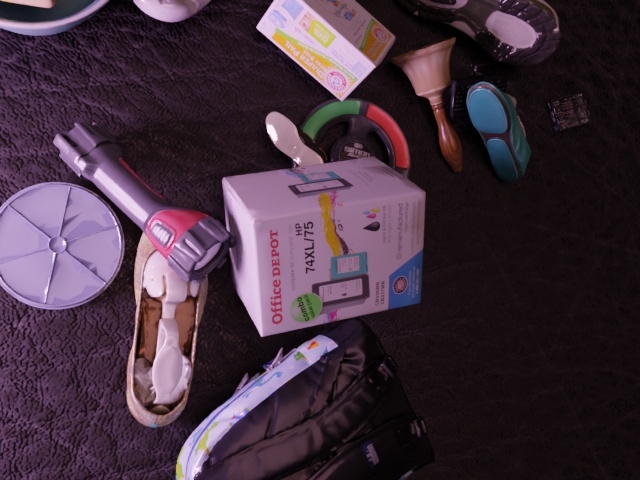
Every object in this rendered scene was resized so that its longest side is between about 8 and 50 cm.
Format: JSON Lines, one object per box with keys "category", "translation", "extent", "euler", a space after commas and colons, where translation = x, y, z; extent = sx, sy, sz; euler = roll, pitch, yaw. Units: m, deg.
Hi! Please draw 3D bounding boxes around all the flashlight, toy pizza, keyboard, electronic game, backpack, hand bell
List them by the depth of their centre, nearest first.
{"category": "flashlight", "translation": [-0.270, -0.066, 1.023], "extent": [0.304, 0.103, 0.103], "euler": [42, 65, 15]}
{"category": "backpack", "translation": [-0.046, 0.328, 1.032], "extent": [0.356, 0.273, 0.290], "euler": [-37, 105, -33]}
{"category": "toy pizza", "translation": [-0.414, 0.008, 1.043], "extent": [0.201, 0.032, 0.201], "euler": [2, 84, -19]}
{"category": "electronic game", "translation": [0.059, -0.148, 1.200], "extent": [0.229, 0.048, 0.229], "euler": [2, 84, -17]}
{"category": "keyboard", "translation": [0.310, -0.287, 1.247], "extent": [0.192, 0.038, 0.100], "euler": [-21, 114, -44]}
{"category": "hand bell", "translation": [0.227, -0.246, 1.251], "extent": [0.126, 0.126, 0.242], "euler": [-25, 105, -18]}

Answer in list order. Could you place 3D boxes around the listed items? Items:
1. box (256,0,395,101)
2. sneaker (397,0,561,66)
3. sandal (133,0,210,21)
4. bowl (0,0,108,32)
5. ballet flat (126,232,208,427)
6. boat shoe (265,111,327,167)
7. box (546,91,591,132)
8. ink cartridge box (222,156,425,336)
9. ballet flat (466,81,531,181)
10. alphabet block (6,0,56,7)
{"category": "box", "translation": [0.011, -0.364, 1.158], "extent": [0.203, 0.114, 0.103], "euler": [39, 52, -10]}
{"category": "sneaker", "translation": [0.283, -0.503, 1.287], "extent": [0.410, 0.158, 0.182], "euler": [33, 45, -10]}
{"category": "sandal", "translation": [-0.174, -0.498, 1.131], "extent": [0.169, 0.102, 0.416], "euler": [51, 58, -7]}
{"category": "bowl", "translation": [-0.447, -0.442, 1.008], "extent": [0.312, 0.163, 0.311], "euler": [2, 84, -18]}
{"category": "ballet flat", "translation": [-0.239, 0.120, 1.045], "extent": [0.123, 0.123, 0.348], "euler": [7, 82, -17]}
{"category": "boat shoe", "translation": [-0.042, -0.168, 1.140], "extent": [0.133, 0.042, 0.049], "euler": [45, 110, -1]}
{"category": "box", "translation": [0.516, -0.265, 1.372], "extent": [0.083, 0.018, 0.067], "euler": [-19, 91, -18]}
{"category": "ink cartridge box", "translation": [0.000, 0.000, 1.057], "extent": [0.270, 0.197, 0.198], "euler": [-10, 116, -18]}
{"category": "ballet flat", "translation": [0.339, -0.220, 1.243], "extent": [0.087, 0.083, 0.247], "euler": [-58, 137, -25]}
{"category": "alphabet block", "translation": [-0.428, -0.434, 0.826], "extent": [0.193, 0.197, 0.193], "euler": [6, 83, -16]}
